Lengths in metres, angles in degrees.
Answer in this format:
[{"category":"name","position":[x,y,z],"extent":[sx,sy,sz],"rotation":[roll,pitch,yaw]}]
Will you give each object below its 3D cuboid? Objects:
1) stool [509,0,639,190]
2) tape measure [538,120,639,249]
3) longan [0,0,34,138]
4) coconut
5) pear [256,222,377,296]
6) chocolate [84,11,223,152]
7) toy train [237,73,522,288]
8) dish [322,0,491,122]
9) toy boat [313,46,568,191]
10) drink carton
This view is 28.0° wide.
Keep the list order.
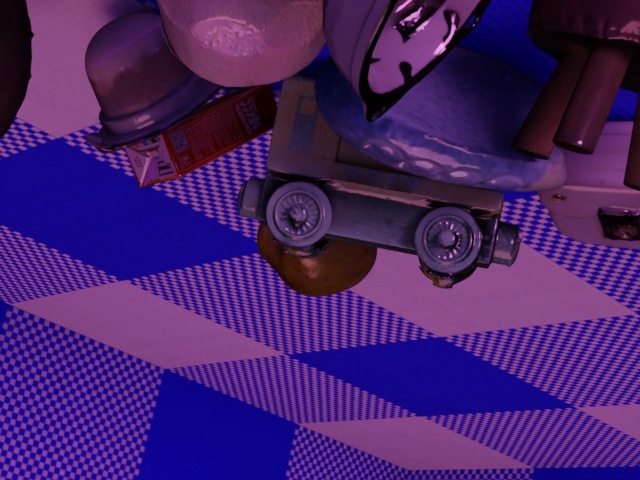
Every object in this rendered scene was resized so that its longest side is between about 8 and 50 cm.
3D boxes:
[{"category":"stool","position":[0.348,-0.164,1.447],"extent":[0.272,0.178,0.272],"rotation":[17,179,0]},{"category":"tape measure","position":[0.444,-0.073,1.792],"extent":[0.258,0.130,0.265],"rotation":[1,157,21]},{"category":"longan","position":[-0.529,-0.248,1.548],"extent":[0.391,0.391,0.391],"rotation":[10,159,4]},{"category":"coconut","position":[-0.080,-0.285,1.417],"extent":[0.224,0.224,0.234],"rotation":[15,161,-8]},{"category":"pear","position":[0.000,0.000,2.141],"extent":[0.200,0.200,0.200],"rotation":[10,159,4]},{"category":"chocolate","position":[-0.248,-0.225,1.722],"extent":[0.221,0.221,0.147],"rotation":[-11,122,46]},{"category":"toy train","position":[0.090,-0.083,1.770],"extent":[0.397,0.253,0.160],"rotation":[11,175,8]},{"category":"dish","position":[0.088,-0.281,1.331],"extent":[0.120,0.303,0.303],"rotation":[39,164,14]},{"category":"toy boat","position":[0.148,-0.147,1.624],"extent":[0.330,0.215,0.123],"rotation":[13,136,-10]},{"category":"drink carton","position":[-0.163,-0.151,1.804],"extent":[0.096,0.223,0.071],"rotation":[-10,106,43]}]
